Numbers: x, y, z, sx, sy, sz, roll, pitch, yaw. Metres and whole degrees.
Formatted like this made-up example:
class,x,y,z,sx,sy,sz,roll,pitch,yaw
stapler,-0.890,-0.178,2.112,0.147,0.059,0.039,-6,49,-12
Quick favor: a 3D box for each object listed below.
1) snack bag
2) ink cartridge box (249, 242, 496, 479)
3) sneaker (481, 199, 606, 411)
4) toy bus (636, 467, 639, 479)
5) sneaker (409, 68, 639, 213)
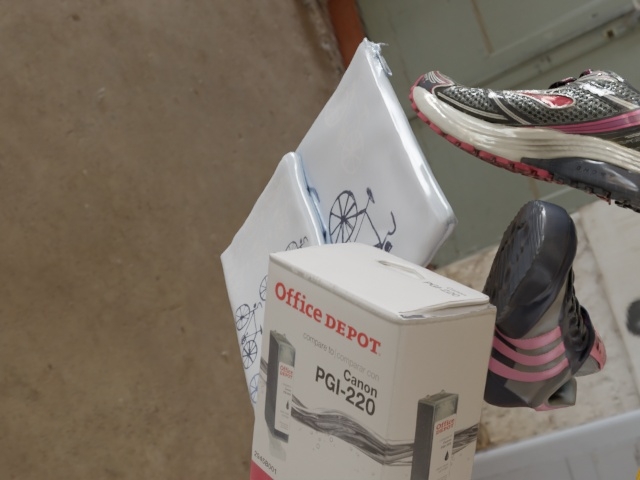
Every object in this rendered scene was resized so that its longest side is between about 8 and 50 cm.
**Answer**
class,x,y,z,sx,sy,sz,roll,pitch,yaw
snack bag,0.000,0.000,0.991,0.037,0.342,0.323,18,35,-28
ink cartridge box,0.030,0.126,0.690,0.092,0.158,0.218,-3,107,-37
sneaker,0.221,0.072,0.917,0.319,0.131,0.112,92,11,-60
toy bus,0.301,0.192,0.625,0.332,0.130,0.108,40,30,-51
sneaker,0.218,-0.108,0.873,0.121,0.299,0.112,13,98,-56
